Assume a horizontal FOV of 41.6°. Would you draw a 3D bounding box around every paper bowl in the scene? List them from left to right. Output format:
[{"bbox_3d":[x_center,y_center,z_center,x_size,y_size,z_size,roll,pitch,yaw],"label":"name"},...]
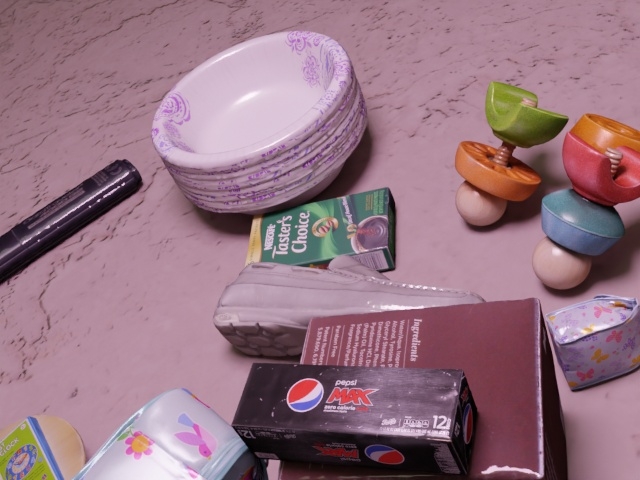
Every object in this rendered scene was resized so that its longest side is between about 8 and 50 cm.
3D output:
[{"bbox_3d":[-0.074,-0.147,1.148,0.284,0.148,0.284,-13,42,12],"label":"paper bowl"}]

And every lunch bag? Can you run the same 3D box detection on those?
[{"bbox_3d":[-0.146,0.270,0.684,0.108,0.224,0.279,28,61,24],"label":"lunch bag"},{"bbox_3d":[0.261,0.091,0.788,0.083,0.071,0.053,-20,36,9],"label":"lunch bag"}]

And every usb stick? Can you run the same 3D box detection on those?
[{"bbox_3d":[-0.395,-0.031,1.260,0.278,0.045,0.077,-37,35,-14],"label":"usb stick"}]

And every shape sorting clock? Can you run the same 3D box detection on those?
[{"bbox_3d":[-0.335,0.281,0.897,0.206,0.040,0.206,-16,47,19],"label":"shape sorting clock"}]

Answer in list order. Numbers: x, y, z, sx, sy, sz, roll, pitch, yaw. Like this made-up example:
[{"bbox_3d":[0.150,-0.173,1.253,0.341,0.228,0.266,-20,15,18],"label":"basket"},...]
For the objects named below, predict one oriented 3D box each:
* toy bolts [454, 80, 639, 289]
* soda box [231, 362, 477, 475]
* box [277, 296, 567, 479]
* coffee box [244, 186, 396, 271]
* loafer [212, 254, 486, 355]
[{"bbox_3d":[0.272,-0.048,0.925,0.218,0.158,0.228,12,24,-19],"label":"toy bolts"},{"bbox_3d":[0.025,0.128,0.615,0.169,0.053,0.060,-1,48,24],"label":"soda box"},{"bbox_3d":[0.095,0.169,0.709,0.203,0.168,0.167,-7,43,20],"label":"box"},{"bbox_3d":[0.000,0.000,1.036,0.184,0.040,0.113,-11,42,16],"label":"coffee box"},{"bbox_3d":[0.030,0.064,0.899,0.319,0.112,0.111,1,55,28],"label":"loafer"}]
